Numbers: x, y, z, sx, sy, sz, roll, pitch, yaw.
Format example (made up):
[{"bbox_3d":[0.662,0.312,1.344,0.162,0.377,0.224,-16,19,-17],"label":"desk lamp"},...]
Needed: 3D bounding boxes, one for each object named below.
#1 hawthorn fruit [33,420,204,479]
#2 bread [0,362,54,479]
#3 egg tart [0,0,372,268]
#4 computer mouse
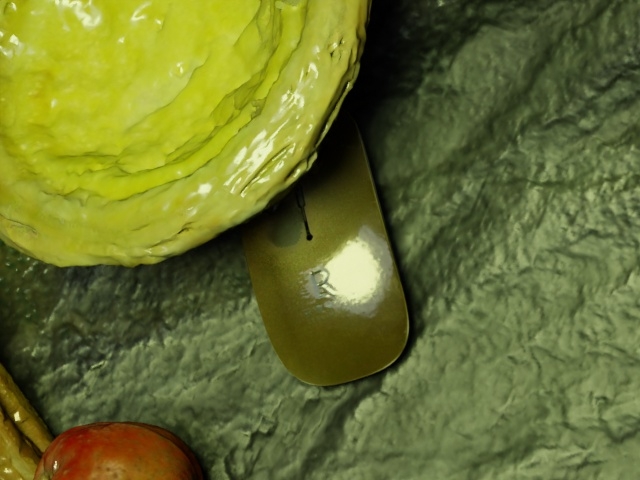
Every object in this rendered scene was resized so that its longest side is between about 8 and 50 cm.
[{"bbox_3d":[-0.136,0.179,1.280,0.128,0.128,0.128,-4,80,20],"label":"hawthorn fruit"},{"bbox_3d":[-0.295,0.092,1.332,0.139,0.077,0.271,-29,99,9],"label":"bread"},{"bbox_3d":[-0.098,-0.121,1.300,0.345,0.132,0.345,-13,63,27],"label":"egg tart"},{"bbox_3d":[0.000,0.000,1.307,0.102,0.045,0.199,-17,76,14],"label":"computer mouse"}]
